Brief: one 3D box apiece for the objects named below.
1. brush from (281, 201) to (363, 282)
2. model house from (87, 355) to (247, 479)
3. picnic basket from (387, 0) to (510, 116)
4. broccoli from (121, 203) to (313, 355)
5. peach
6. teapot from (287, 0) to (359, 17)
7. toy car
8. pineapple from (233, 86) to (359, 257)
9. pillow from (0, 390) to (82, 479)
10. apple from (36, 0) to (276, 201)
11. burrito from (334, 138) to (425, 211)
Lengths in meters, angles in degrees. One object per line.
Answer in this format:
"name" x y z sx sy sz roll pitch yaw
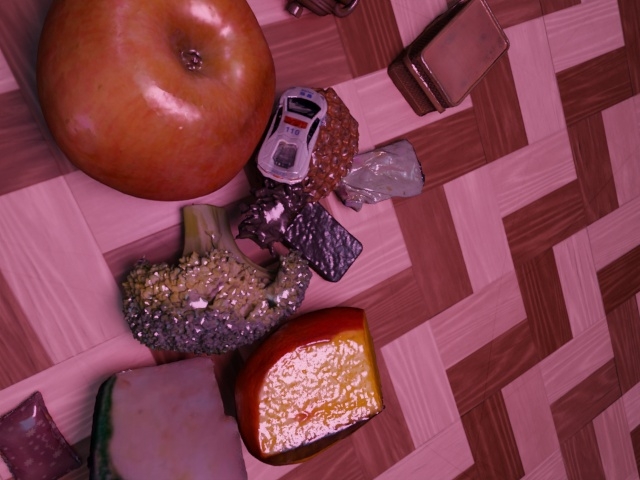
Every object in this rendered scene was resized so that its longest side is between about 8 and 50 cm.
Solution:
"brush" 0.000 0.000 1.035 0.197 0.059 0.123 42 77 -21
"model house" -0.275 0.428 0.835 0.243 0.298 0.284 -9 137 -17
"picnic basket" 0.314 -0.449 1.083 0.266 0.139 0.165 -48 111 -12
"broccoli" -0.189 0.080 0.859 0.375 0.249 0.302 -8 101 -17
"peach" -0.025 0.278 0.904 0.306 0.380 0.242 -21 85 10
"teapot" -0.005 -0.553 0.929 0.268 0.185 0.175 5 130 -50
"toy car" -0.048 -0.194 0.785 0.095 0.056 0.205 18 71 -2
"pineapple" -0.052 -0.131 0.875 0.202 0.202 0.362 39 52 -22
"pillow" -0.552 0.397 0.845 0.118 0.043 0.185 -28 106 -21
"apple" -0.260 -0.263 0.744 0.391 0.346 0.391 -1 93 -29
"burrito" 0.136 -0.154 1.067 0.229 0.089 0.144 -18 88 -22
